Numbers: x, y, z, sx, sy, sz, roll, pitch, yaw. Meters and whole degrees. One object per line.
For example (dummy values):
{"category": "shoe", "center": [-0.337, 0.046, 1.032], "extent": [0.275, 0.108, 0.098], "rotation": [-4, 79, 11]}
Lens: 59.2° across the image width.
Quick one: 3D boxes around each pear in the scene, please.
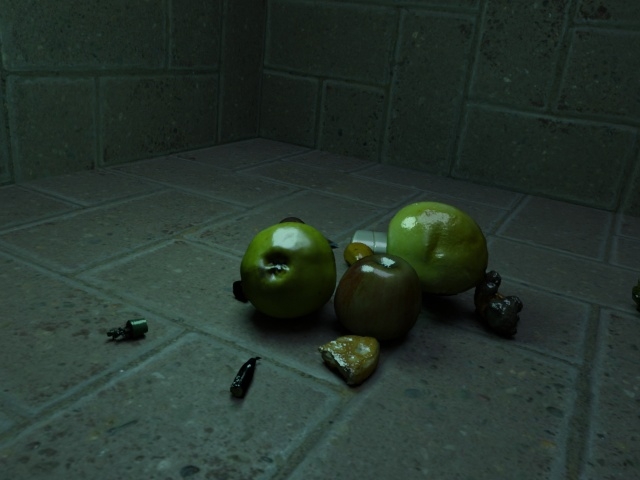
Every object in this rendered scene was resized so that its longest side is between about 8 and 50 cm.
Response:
{"category": "pear", "center": [-0.077, 0.091, 1.692], "extent": [0.287, 0.287, 0.375], "rotation": [15, -1, 24]}

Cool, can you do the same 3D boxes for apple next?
{"category": "apple", "center": [0.165, 0.158, 1.625], "extent": [0.256, 0.234, 0.257], "rotation": [2, 22, -1]}

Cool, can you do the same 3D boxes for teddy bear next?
{"category": "teddy bear", "center": [0.550, 0.211, 1.751], "extent": [0.140, 0.177, 0.190], "rotation": [-37, 15, 13]}

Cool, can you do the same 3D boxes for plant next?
{"category": "plant", "center": [-0.509, 0.235, 1.480], "extent": [0.102, 0.051, 0.051], "rotation": [-13, 27, -32]}

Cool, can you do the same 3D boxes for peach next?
{"category": "peach", "center": [0.365, 0.031, 1.798], "extent": [0.315, 0.314, 0.281], "rotation": [5, -20, 3]}

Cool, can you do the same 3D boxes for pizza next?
{"category": "pizza", "center": [0.070, 0.305, 1.460], "extent": [0.161, 0.062, 0.182], "rotation": [16, 26, 6]}

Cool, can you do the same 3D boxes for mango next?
{"category": "mango", "center": [0.149, 0.065, 2.075], "extent": [0.115, 0.089, 0.165], "rotation": [-6, 26, -26]}

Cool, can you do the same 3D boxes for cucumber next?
{"category": "cucumber", "center": [-0.179, 0.320, 1.366], "extent": [0.043, 0.039, 0.163], "rotation": [27, 22, -3]}

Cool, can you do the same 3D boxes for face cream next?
{"category": "face cream", "center": [0.289, 0.018, 2.248], "extent": [0.348, 0.081, 0.173], "rotation": [6, 20, 0]}

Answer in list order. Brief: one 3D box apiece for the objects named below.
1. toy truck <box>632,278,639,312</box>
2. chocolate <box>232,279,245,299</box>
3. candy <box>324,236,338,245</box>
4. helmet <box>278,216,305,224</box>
{"category": "toy truck", "center": [1.152, 0.223, 1.905], "extent": [0.127, 0.127, 0.257], "rotation": [-10, 21, -1]}
{"category": "chocolate", "center": [-0.213, 0.142, 1.803], "extent": [0.072, 0.070, 0.147], "rotation": [45, 35, 16]}
{"category": "candy", "center": [-0.001, 0.000, 2.283], "extent": [0.088, 0.038, 0.136], "rotation": [2, 18, -45]}
{"category": "helmet", "center": [-0.117, -0.031, 2.206], "extent": [0.155, 0.106, 0.175], "rotation": [1, 31, 14]}
